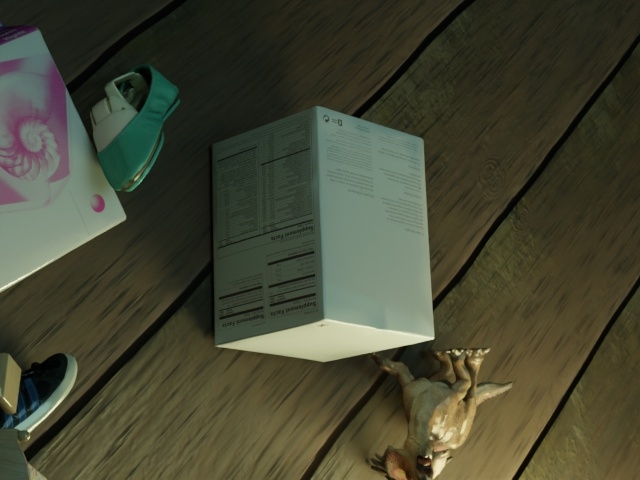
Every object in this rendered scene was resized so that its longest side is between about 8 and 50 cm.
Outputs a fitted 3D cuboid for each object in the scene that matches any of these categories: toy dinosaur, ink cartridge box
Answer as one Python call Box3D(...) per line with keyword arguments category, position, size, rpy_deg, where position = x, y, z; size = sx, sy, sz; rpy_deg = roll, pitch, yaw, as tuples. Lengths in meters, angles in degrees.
Box3D(category="toy dinosaur", position=(0.157, 0.246, 1.981), size=(0.295, 0.127, 0.200), rpy_deg=(5, 82, -57))
Box3D(category="ink cartridge box", position=(-0.396, -0.102, 1.549), size=(0.324, 0.071, 0.330), rpy_deg=(-35, 105, -45))

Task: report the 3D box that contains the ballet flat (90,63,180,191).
Box3D(category="ballet flat", position=(-0.223, -0.137, 1.685), size=(0.087, 0.083, 0.247), rpy_deg=(44, 22, -17))

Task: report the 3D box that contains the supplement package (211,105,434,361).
Box3D(category="supplement package", position=(0.000, 0.000, 1.827), size=(0.199, 0.198, 0.263), rpy_deg=(13, 69, -44))

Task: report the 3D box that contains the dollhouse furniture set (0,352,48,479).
Box3D(category="dollhouse furniture set", position=(-0.228, 0.329, 1.445), size=(0.303, 0.174, 0.355), rpy_deg=(74, 15, -62))

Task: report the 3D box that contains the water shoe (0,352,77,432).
Box3D(category="water shoe", position=(-0.333, 0.168, 1.530), size=(0.080, 0.073, 0.203), rpy_deg=(55, 46, -16))
